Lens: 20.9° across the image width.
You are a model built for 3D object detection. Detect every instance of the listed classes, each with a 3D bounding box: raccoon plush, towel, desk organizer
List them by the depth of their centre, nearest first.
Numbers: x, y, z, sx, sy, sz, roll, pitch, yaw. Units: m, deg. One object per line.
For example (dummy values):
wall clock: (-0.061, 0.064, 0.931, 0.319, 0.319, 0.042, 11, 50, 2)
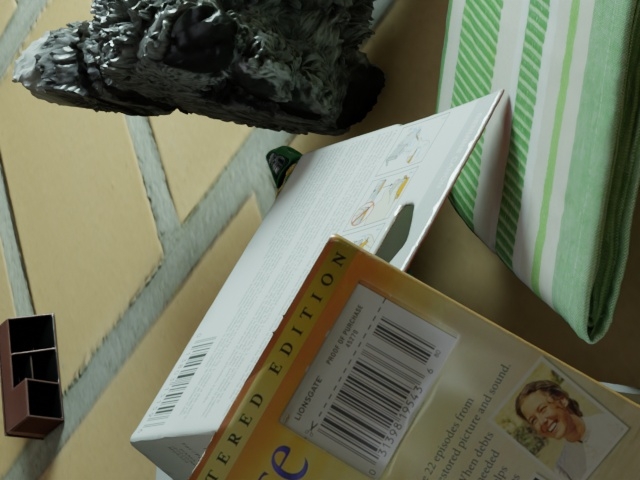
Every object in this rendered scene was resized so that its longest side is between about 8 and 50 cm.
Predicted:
towel: (0.142, -0.105, 1.142, 0.325, 0.038, 0.248, -128, 43, -67)
raccoon plush: (-0.101, -0.263, 1.446, 0.446, 0.216, 0.299, 9, 83, 36)
desk organizer: (-0.307, 0.140, 1.839, 0.050, 0.047, 0.130, -38, 52, 42)

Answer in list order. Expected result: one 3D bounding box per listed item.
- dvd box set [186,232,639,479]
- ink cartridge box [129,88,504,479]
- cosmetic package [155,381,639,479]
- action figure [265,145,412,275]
dvd box set: (0.110, 0.227, 0.913, 0.420, 0.062, 0.308, 29, 88, 16)
ink cartridge box: (0.012, 0.034, 1.186, 0.239, 0.060, 0.275, -14, 40, 52)
cosmetic package: (0.062, 0.228, 1.173, 0.453, 0.161, 0.230, -13, 71, 54)
action figure: (0.000, 0.000, 1.423, 0.137, 0.063, 0.232, -60, 35, 31)
